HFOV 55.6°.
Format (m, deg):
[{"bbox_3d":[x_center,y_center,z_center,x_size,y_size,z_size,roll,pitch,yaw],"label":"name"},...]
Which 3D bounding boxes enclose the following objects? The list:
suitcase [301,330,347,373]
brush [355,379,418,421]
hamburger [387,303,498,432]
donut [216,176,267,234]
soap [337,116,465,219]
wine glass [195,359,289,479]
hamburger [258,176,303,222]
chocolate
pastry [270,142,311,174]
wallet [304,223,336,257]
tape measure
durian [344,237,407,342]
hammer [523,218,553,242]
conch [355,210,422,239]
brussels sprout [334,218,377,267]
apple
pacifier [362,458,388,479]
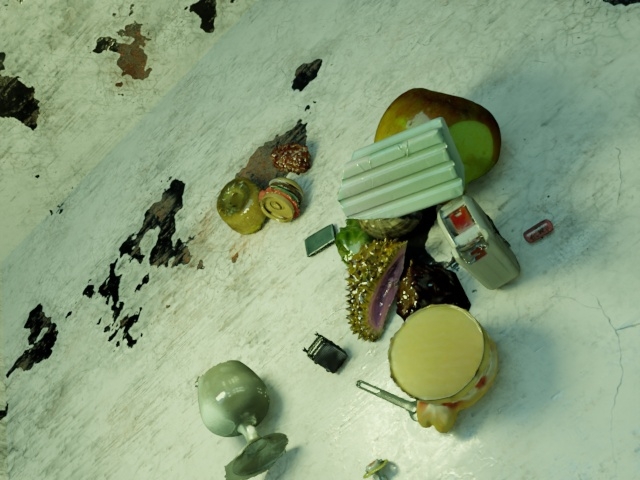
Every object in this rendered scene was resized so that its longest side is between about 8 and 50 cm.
[{"bbox_3d":[0.017,0.347,1.868,0.086,0.126,0.059,-51,28,1],"label":"suitcase"},{"bbox_3d":[0.202,0.449,1.730,0.266,0.027,0.062,13,73,47],"label":"brush"},{"bbox_3d":[0.325,0.335,1.581,0.261,0.186,0.303,-4,56,33],"label":"hamburger"},{"bbox_3d":[-0.309,-0.139,2.430,0.261,0.128,0.208,28,84,47],"label":"donut"},{"bbox_3d":[0.213,-0.179,1.695,0.346,0.208,0.115,-19,25,23],"label":"soap"},{"bbox_3d":[-0.254,0.546,1.894,0.238,0.238,0.323,-45,48,7],"label":"wine glass"},{"bbox_3d":[-0.143,-0.164,2.293,0.175,0.175,0.137,-4,49,37],"label":"hamburger"},{"bbox_3d":[0.282,0.148,1.741,0.206,0.177,0.224,-34,46,18],"label":"chocolate"},{"bbox_3d":[-0.123,-0.332,2.426,0.208,0.097,0.115,19,67,46],"label":"pastry"},{"bbox_3d":[0.000,0.000,2.165,0.129,0.026,0.088,-32,44,21],"label":"wallet"},{"bbox_3d":[0.429,-0.001,1.653,0.130,0.258,0.265,-35,47,20],"label":"tape measure"},{"bbox_3d":[0.138,0.138,1.868,0.191,0.112,0.341,21,96,37],"label":"durian"},{"bbox_3d":[0.605,-0.025,1.683,0.083,0.043,0.043,-34,47,16],"label":"hammer"},{"bbox_3d":[0.199,-0.076,1.943,0.159,0.210,0.291,-56,0,26],"label":"conch"},{"bbox_3d":[0.120,0.018,2.015,0.139,0.100,0.181,-22,45,8],"label":"brussels sprout"},{"bbox_3d":[0.354,-0.279,1.872,0.384,0.374,0.374,20,74,4],"label":"apple"},{"bbox_3d":[0.156,0.628,1.641,0.083,0.068,0.064,-35,79,-3],"label":"pacifier"}]
